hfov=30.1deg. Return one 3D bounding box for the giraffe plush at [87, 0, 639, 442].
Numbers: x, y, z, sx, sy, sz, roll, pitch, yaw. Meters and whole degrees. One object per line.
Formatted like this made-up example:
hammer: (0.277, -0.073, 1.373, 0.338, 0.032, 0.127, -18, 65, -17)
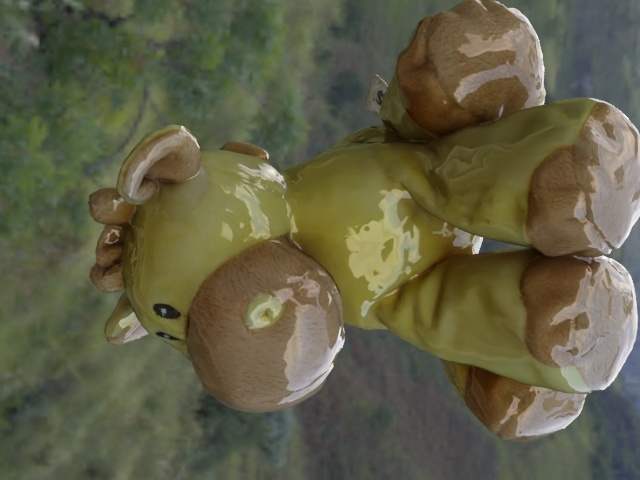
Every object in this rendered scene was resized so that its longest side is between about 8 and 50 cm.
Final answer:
giraffe plush: (0.000, 0.000, 0.479, 0.210, 0.170, 0.181, 40, -42, 52)
